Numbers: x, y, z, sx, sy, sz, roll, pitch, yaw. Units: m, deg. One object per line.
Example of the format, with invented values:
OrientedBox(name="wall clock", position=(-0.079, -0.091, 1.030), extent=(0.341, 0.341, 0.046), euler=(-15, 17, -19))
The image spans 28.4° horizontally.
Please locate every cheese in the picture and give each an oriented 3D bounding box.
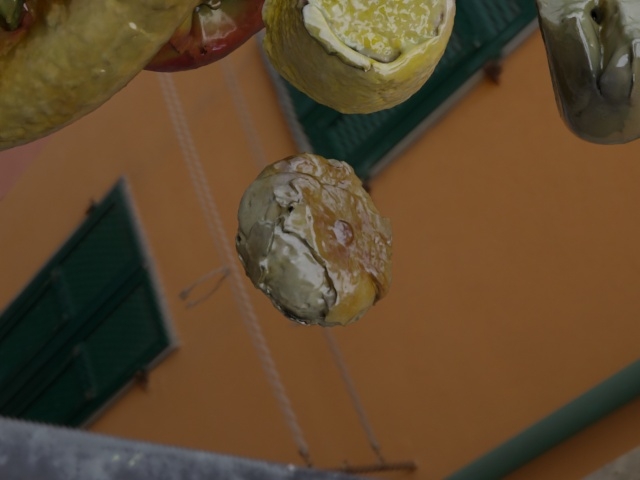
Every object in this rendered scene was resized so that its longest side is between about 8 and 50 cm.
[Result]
OrientedBox(name="cheese", position=(0.212, -0.156, 0.959), extent=(0.202, 0.091, 0.175), euler=(-84, 156, -59))

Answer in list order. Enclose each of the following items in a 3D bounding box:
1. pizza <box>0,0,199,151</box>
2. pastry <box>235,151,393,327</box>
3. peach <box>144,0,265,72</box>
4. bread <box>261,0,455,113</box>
OrientedBox(name="pizza", position=(-0.138, -0.138, 0.493), extent=(0.197, 0.292, 0.058), euler=(51, 27, -12))
OrientedBox(name="pastry", position=(-0.002, 0.001, 1.056), extent=(0.153, 0.081, 0.153), euler=(32, 40, -32))
OrientedBox(name="peach", position=(-0.240, -0.400, 1.525), extent=(0.416, 0.353, 0.339), euler=(49, 6, 19))
OrientedBox(name="bread", position=(0.039, -0.232, 1.328), extent=(0.197, 0.170, 0.197), euler=(1, 82, -9))
